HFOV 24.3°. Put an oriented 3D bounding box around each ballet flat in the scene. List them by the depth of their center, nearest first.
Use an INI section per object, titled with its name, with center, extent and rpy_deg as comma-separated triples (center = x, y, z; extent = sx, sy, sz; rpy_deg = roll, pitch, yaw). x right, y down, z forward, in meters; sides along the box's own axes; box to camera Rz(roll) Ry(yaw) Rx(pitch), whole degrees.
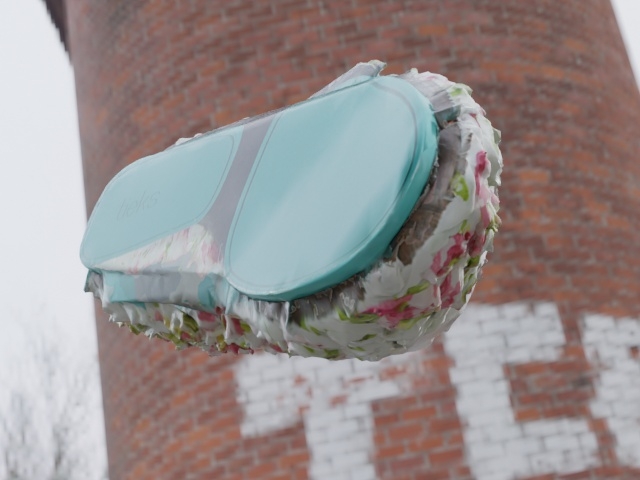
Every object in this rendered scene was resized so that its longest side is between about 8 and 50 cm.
[ballet flat]
center = 0.000, 0.000, 0.450
extent = 0.077, 0.091, 0.241
rpy_deg = 31, -13, -23
